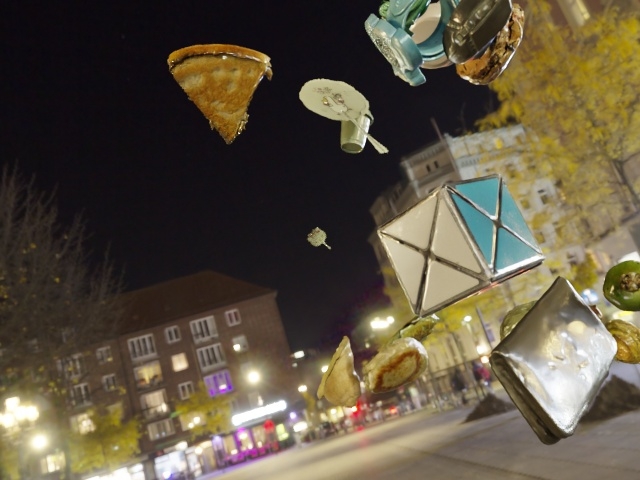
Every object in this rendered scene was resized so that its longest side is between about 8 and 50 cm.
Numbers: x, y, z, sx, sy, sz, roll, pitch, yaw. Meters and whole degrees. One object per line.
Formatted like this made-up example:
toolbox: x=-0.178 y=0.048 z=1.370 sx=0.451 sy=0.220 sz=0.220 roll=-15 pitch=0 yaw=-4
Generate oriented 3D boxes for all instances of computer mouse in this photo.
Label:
computer mouse: x=0.316 y=-0.445 z=1.246 sx=0.062 sy=0.106 sz=0.192 roll=-37 pitch=-8 yaw=-36

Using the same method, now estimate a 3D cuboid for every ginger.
ginger: x=0.070 y=0.367 z=1.640 sx=0.115 sy=0.123 sz=0.193 roll=-28 pitch=-42 yaw=-66

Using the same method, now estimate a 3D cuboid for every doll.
doll: x=0.387 y=-0.687 z=1.933 sx=0.221 sy=0.221 sz=0.251 roll=-2 pitch=-26 yaw=-44

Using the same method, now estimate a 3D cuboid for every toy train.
toy train: x=0.222 y=-0.583 z=1.446 sx=0.178 sy=0.104 sz=0.071 roll=-52 pitch=-31 yaw=18

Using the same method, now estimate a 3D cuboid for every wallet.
wallet: x=0.447 y=0.207 z=1.107 sx=0.378 sy=0.197 sz=0.051 roll=-28 pitch=-11 yaw=-47

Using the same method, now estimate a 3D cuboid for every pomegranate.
pomegranate: x=0.658 y=0.096 z=1.262 sx=0.115 sy=0.114 sz=0.142 roll=-24 pitch=-19 yaw=21

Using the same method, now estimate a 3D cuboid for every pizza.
pizza: x=-0.229 y=-0.403 z=1.561 sx=0.251 sy=0.074 sz=0.287 roll=-13 pitch=-46 yaw=24

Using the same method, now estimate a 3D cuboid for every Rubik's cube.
Rubik's cube: x=0.341 y=0.011 z=1.450 sx=0.259 sy=0.260 sz=0.255 roll=-17 pitch=-12 yaw=-41

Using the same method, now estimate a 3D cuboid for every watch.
watch: x=0.231 y=-0.493 z=1.386 sx=0.193 sy=0.211 sz=0.211 roll=-40 pitch=-19 yaw=5

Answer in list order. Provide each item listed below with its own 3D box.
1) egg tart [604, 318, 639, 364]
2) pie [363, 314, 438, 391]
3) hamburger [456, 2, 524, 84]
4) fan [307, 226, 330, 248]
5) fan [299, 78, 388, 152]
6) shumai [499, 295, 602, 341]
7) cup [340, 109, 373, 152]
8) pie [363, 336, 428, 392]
egg tart: x=0.750 y=0.258 z=1.475 sx=0.052 sy=0.130 sz=0.130 roll=-24 pitch=-11 yaw=-29
pie: x=0.263 y=0.393 z=2.029 sx=0.297 sy=0.078 sz=0.371 roll=-21 pitch=-36 yaw=-48
hamburger: x=0.436 y=-0.519 z=1.558 sx=0.107 sy=0.230 sz=0.231 roll=6 pitch=-24 yaw=-21
fan: x=0.000 y=0.000 z=1.861 sx=0.056 sy=0.083 sz=0.004 roll=-48 pitch=7 yaw=-5
fan: x=0.084 y=-0.400 z=1.901 sx=0.233 sy=0.414 sz=0.012 roll=-16 pitch=-38 yaw=-27
shumai: x=0.599 y=0.243 z=1.520 sx=0.189 sy=0.256 sz=0.218 roll=-14 pitch=-36 yaw=-44
cup: x=0.120 y=-0.381 z=2.067 sx=0.120 sy=0.141 sz=0.120 roll=6 pitch=-16 yaw=2
pie: x=0.209 y=0.347 z=1.628 sx=0.179 sy=0.084 sz=0.205 roll=-36 pitch=-34 yaw=8
